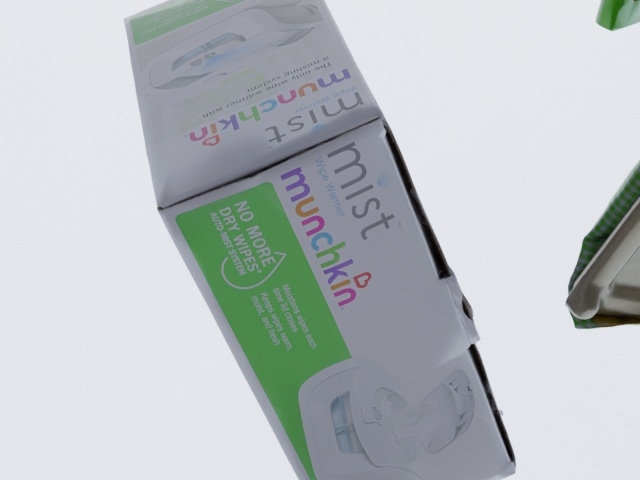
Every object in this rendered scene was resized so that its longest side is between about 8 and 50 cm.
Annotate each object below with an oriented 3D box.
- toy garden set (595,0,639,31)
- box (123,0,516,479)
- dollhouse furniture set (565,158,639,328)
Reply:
[{"bbox_3d":[0.299,-0.284,1.024,0.244,0.204,0.049,-23,-135,-40],"label":"toy garden set"},{"bbox_3d":[0.000,0.000,0.792,0.126,0.262,0.231,-22,-144,2],"label":"box"},{"bbox_3d":[0.270,-0.092,0.802,0.197,0.301,0.151,9,-141,-29],"label":"dollhouse furniture set"}]
